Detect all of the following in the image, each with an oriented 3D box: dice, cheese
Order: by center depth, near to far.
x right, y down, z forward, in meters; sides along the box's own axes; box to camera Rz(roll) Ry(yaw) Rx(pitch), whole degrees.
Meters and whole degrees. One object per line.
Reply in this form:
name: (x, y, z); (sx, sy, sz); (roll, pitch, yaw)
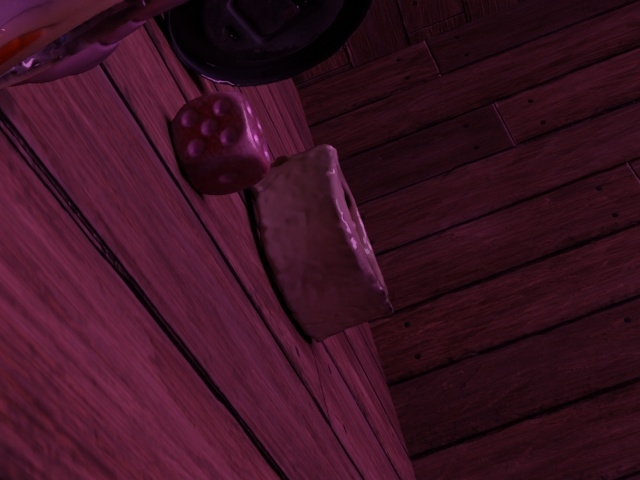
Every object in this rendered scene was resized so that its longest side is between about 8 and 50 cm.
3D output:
dice: (-0.115, -0.112, 1.037); (0.093, 0.094, 0.091); (59, 15, -66)
cheese: (-0.003, -0.001, 1.451); (0.332, 0.153, 0.292); (62, 9, -65)

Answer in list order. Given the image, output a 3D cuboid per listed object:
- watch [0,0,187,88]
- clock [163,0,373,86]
watch: (-0.162, -0.190, 0.419); (0.217, 0.211, 0.248); (60, 16, -12)
clock: (-0.069, -0.345, 1.239); (0.312, 0.312, 0.061); (60, 4, -60)
